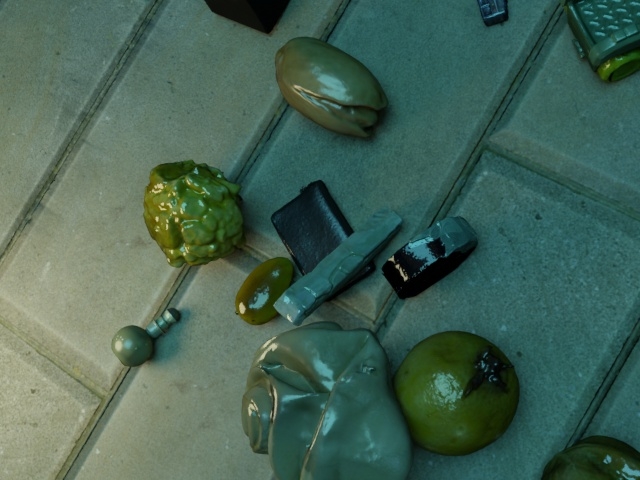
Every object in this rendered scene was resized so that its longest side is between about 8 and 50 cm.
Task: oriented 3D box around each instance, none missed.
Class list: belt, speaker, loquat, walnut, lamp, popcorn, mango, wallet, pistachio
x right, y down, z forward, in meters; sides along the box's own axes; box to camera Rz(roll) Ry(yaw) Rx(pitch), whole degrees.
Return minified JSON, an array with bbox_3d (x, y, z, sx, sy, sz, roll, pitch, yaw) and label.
[{"bbox_3d":[0.217,0.030,1.689,0.198,0.151,0.078,-35,69,5],"label":"belt"},{"bbox_3d":[-0.154,-0.643,1.921,0.184,0.232,0.254,26,81,21],"label":"speaker"},{"bbox_3d":[0.251,0.279,1.580,0.244,0.244,0.244,-4,76,17],"label":"loquat"},{"bbox_3d":[0.503,0.468,1.457,0.283,0.283,0.227,37,50,21],"label":"walnut"},{"bbox_3d":[-0.378,0.205,1.880,0.163,0.091,0.091,-38,68,-12],"label":"lamp"},{"bbox_3d":[-0.257,-0.062,1.822,0.225,0.249,0.249,-12,70,-23],"label":"popcorn"},{"bbox_3d":[-0.115,0.105,1.818,0.103,0.076,0.161,31,85,26],"label":"mango"},{"bbox_3d":[0.000,0.000,1.823,0.149,0.044,0.250,-36,71,10],"label":"wallet"},{"bbox_3d":[0.013,-0.336,1.838,0.293,0.181,0.162,35,127,24],"label":"pistachio"}]

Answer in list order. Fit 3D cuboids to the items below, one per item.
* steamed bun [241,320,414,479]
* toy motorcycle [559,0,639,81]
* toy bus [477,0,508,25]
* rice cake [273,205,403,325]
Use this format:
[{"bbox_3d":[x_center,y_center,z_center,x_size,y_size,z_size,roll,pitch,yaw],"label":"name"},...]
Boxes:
[{"bbox_3d":[-0.017,0.322,1.582,0.255,0.342,0.367,2,59,-23],"label":"steamed bun"},{"bbox_3d":[0.643,-0.471,1.649,0.326,0.200,0.191,-25,71,12],"label":"toy motorcycle"},{"bbox_3d":[0.358,-0.544,1.834,0.065,0.047,0.166,-17,73,17],"label":"toy bus"},{"bbox_3d":[0.040,0.050,1.709,0.066,0.063,0.336,36,60,21],"label":"rice cake"}]
